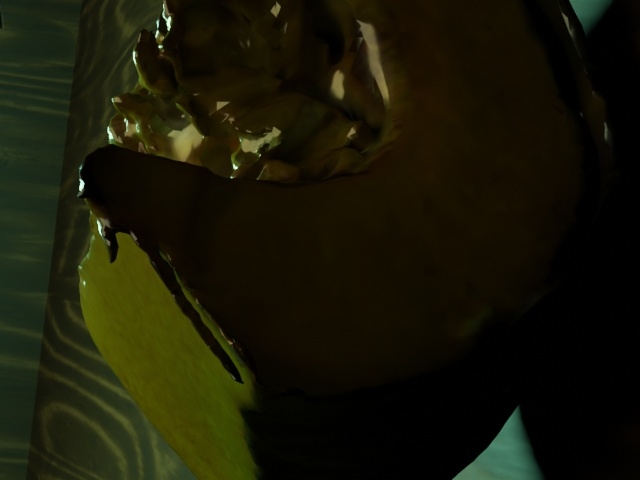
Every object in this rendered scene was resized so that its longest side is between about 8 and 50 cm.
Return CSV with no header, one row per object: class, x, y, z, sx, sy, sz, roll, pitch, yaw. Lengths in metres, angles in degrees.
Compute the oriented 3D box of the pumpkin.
pumpkin,0.009,-0.016,0.740,0.303,0.256,0.225,-65,2,-26
